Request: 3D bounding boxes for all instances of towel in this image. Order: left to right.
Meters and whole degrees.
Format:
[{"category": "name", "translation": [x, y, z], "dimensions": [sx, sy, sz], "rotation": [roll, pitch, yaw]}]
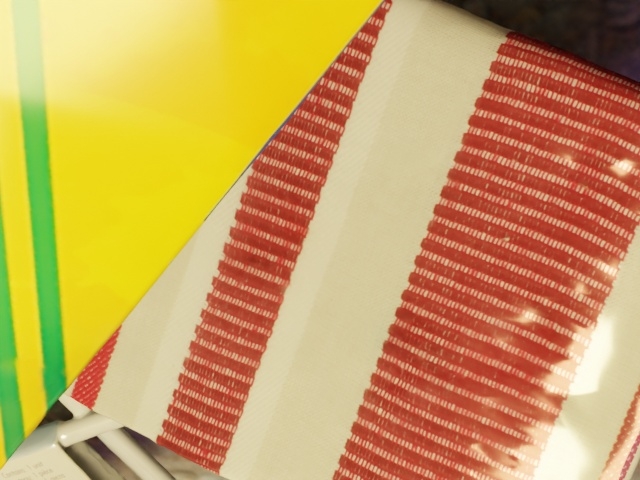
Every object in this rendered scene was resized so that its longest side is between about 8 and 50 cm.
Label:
[{"category": "towel", "translation": [0.000, 0.000, 0.755], "dimensions": [0.329, 0.037, 0.237], "rotation": [25, 108, 17]}]

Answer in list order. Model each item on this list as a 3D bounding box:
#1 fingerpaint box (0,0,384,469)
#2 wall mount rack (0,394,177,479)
[{"category": "fingerpaint box", "translation": [-0.120, -0.125, 0.523], "dimensions": [0.163, 0.444, 0.371], "rotation": [27, 127, -20]}, {"category": "wall mount rack", "translation": [-0.202, 0.089, 0.933], "dimensions": [0.350, 0.130, 0.304], "rotation": [-21, 130, 20]}]
